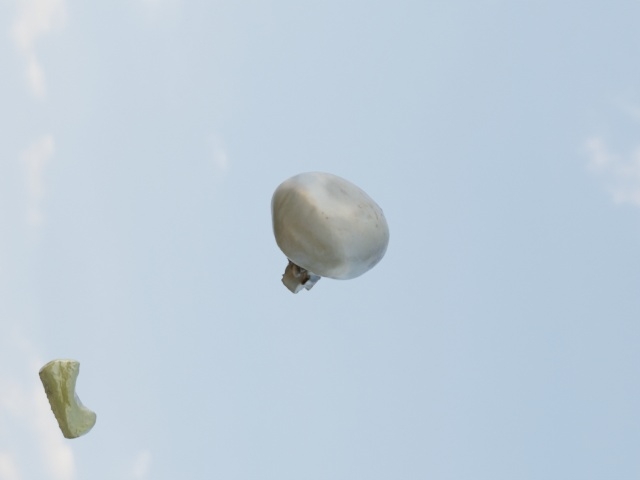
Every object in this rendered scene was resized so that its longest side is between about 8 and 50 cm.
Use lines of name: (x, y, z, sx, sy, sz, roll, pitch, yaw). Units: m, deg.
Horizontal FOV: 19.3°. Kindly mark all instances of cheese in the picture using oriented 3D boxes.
cheese: (-0.250, 0.156, 1.871, 0.083, 0.044, 0.030, 70, -13, -13)

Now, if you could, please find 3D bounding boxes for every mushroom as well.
mushroom: (0.000, 0.000, 1.222, 0.085, 0.085, 0.079, 54, -49, 40)
